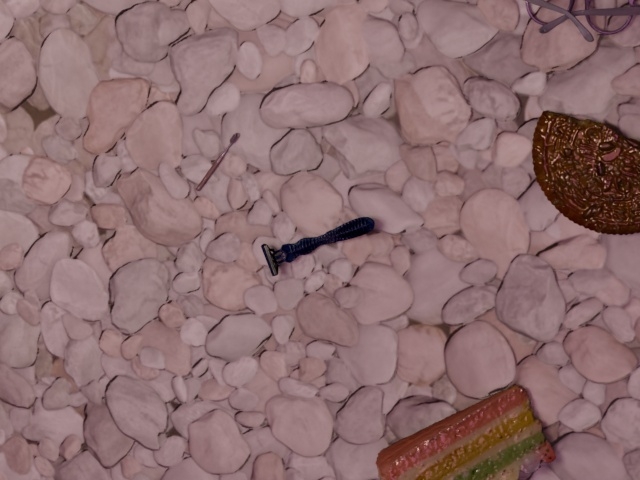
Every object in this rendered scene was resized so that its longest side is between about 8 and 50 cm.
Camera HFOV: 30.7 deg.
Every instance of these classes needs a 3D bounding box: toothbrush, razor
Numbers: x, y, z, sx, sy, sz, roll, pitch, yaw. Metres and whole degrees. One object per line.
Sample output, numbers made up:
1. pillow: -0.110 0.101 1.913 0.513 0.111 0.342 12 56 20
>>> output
1. toothbrush: -0.133 -0.100 1.499 0.006 0.008 0.097 43 112 14
2. razor: 0.001 -0.001 1.483 0.155 0.028 0.044 -20 95 19

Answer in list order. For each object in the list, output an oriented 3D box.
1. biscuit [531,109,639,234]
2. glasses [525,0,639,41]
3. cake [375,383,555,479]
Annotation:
1. biscuit: 0.340 -0.070 1.383 0.206 0.025 0.126 22 109 7
2. glasses: 0.285 -0.259 1.303 0.140 0.104 0.062 12 109 14
3. cake: 0.181 0.283 1.488 0.225 0.090 0.109 -29 93 18
